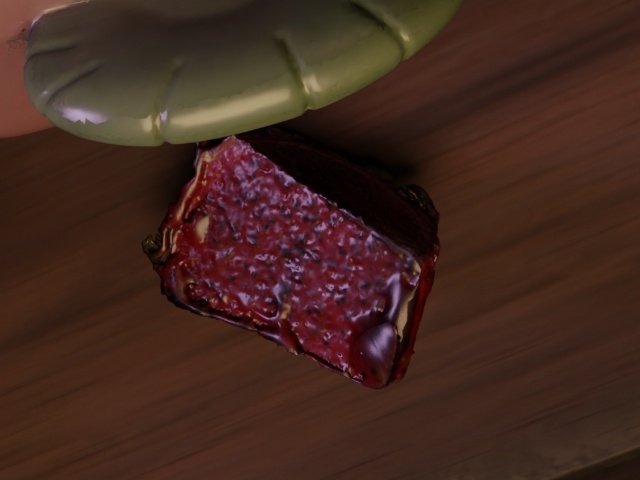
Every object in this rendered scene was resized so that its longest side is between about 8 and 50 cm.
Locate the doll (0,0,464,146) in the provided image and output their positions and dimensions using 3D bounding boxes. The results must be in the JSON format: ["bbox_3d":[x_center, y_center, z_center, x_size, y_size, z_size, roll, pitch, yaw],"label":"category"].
[{"bbox_3d":[-0.093,-0.146,0.651,0.268,0.284,0.216,-12,144,-1],"label":"doll"}]

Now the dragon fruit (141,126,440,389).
[{"bbox_3d":[0.000,0.000,0.931,0.147,0.096,0.102,31,119,12],"label":"dragon fruit"}]
